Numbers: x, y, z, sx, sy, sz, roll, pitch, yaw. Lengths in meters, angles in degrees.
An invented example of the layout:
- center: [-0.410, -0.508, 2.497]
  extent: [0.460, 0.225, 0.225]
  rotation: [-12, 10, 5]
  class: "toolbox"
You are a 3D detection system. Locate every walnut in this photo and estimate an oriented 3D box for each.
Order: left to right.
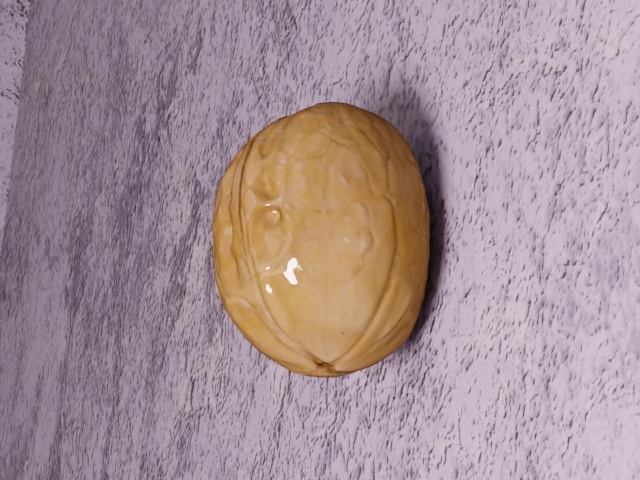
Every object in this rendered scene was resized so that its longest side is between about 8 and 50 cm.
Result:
- center: [0.000, 0.000, 1.382]
  extent: [0.165, 0.165, 0.197]
  rotation: [141, 140, -58]
  class: "walnut"
